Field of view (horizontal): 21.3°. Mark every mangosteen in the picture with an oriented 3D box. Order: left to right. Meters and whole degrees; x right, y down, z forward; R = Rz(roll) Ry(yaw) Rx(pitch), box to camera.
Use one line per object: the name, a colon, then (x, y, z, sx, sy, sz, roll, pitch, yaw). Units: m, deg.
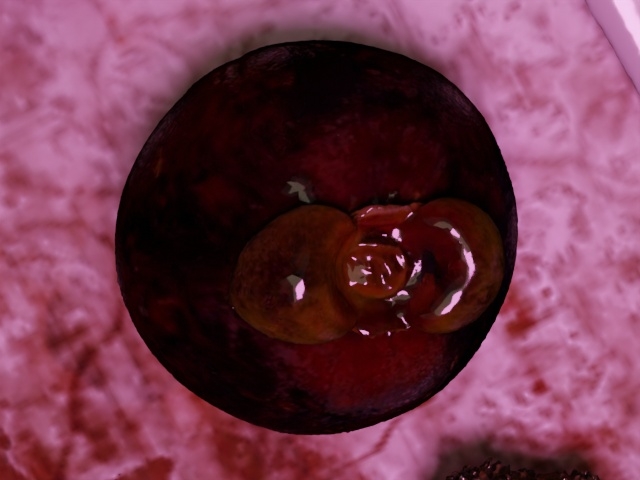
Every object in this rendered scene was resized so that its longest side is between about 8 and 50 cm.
mangosteen: (0.000, 0.000, 0.615, 0.153, 0.152, 0.152, 0, 99, 2)

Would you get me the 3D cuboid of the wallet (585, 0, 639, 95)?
wallet: (0.162, -0.108, 0.650, 0.124, 0.032, 0.183, -31, 98, 6)

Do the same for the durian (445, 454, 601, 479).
durian: (0.079, 0.118, 0.662, 0.091, 0.080, 0.080, -23, 98, 35)
